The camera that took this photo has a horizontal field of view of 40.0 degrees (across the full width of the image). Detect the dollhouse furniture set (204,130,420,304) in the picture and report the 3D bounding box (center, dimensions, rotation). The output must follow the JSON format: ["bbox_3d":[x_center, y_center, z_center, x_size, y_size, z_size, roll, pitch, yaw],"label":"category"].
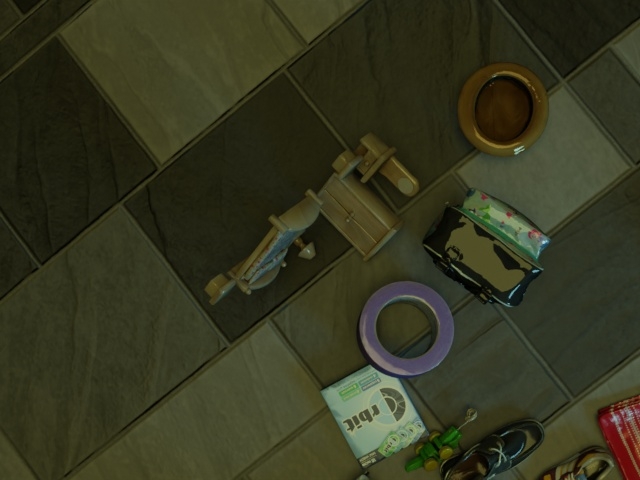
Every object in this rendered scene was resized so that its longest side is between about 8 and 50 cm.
[{"bbox_3d":[0.000,0.000,1.665,0.174,0.355,0.303,45,132,6],"label":"dollhouse furniture set"}]

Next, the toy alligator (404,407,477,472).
[{"bbox_3d":[0.255,0.418,1.793,0.189,0.056,0.051,-40,128,3],"label":"toy alligator"}]

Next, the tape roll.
[{"bbox_3d":[0.168,0.180,1.765,0.188,0.080,0.189,1,76,-3],"label":"tape roll"}]

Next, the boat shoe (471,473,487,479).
[{"bbox_3d":[0.374,0.541,1.737,0.223,0.080,0.073,38,98,-14],"label":"boat shoe"}]

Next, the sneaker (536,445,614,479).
[{"bbox_3d":[0.498,0.476,1.746,0.185,0.084,0.070,-39,86,4],"label":"sneaker"}]

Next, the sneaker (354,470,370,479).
[{"bbox_3d":[0.042,0.536,1.797,0.234,0.094,0.153,13,76,21],"label":"sneaker"}]

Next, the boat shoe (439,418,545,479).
[{"bbox_3d":[0.350,0.437,1.767,0.233,0.079,0.084,-28,85,4],"label":"boat shoe"}]

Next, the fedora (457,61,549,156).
[{"bbox_3d":[0.365,-0.259,1.772,0.194,0.079,0.195,-1,83,6],"label":"fedora"}]

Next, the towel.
[{"bbox_3d":[0.713,0.388,1.752,0.274,0.031,0.199,-22,88,5],"label":"towel"}]

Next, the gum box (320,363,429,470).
[{"bbox_3d":[0.112,0.353,1.810,0.156,0.041,0.184,-29,85,4],"label":"gum box"}]

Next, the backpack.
[{"bbox_3d":[0.316,0.017,1.689,0.225,0.253,0.191,36,89,9],"label":"backpack"}]
